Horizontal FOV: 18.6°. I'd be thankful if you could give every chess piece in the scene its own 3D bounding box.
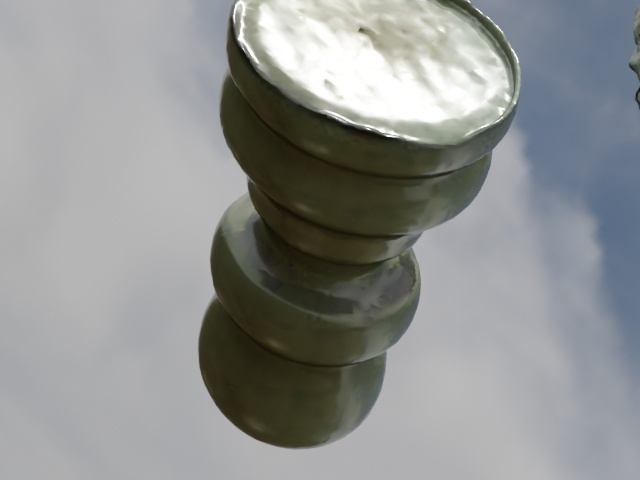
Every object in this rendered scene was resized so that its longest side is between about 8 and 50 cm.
[{"bbox_3d":[0.000,0.000,1.256,0.182,0.182,0.330,43,-42,27],"label":"chess piece"}]

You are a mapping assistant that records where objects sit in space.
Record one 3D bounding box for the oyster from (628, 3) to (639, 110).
[{"bbox_3d":[0.320,-0.149,1.398,0.198,0.268,0.112,14,-39,23],"label":"oyster"}]
